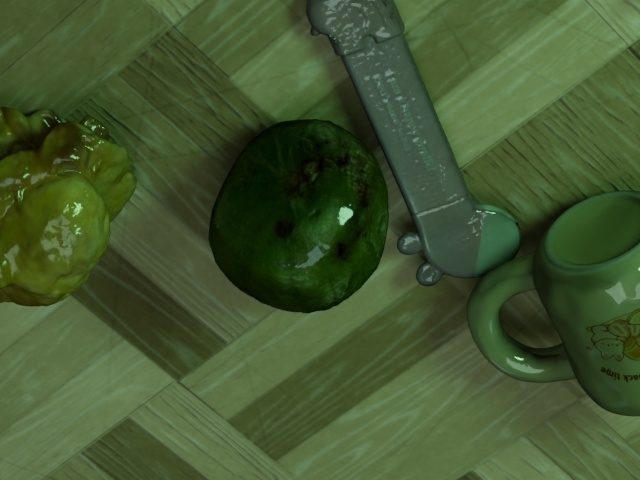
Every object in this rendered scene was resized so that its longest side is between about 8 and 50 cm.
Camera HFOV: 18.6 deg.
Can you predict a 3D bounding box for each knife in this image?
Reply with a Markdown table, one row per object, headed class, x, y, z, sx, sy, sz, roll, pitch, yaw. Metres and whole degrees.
| class | x | y | z | sx | sy | sz | roll | pitch | yaw |
| --- | --- | --- | --- | --- | --- | --- | --- | --- | --- |
| knife | 0.096 | -0.116 | 2.063 | 0.132 | 0.038 | 0.399 | -21 | 121 | 9 |

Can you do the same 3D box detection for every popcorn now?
| class | x | y | z | sx | sy | sz | roll | pitch | yaw |
| --- | --- | --- | --- | --- | --- | --- | --- | --- | --- |
| popcorn | -0.310 | -0.026 | 2.053 | 0.191 | 0.190 | 0.253 | 32 | 117 | -27 |

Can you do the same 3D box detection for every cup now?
| class | x | y | z | sx | sy | sz | roll | pitch | yaw |
| --- | --- | --- | --- | --- | --- | --- | --- | --- | --- |
| cup | 0.300 | 0.061 | 2.123 | 0.255 | 0.173 | 0.202 | 5 | 134 | 41 |

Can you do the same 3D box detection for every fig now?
| class | x | y | z | sx | sy | sz | roll | pitch | yaw |
| --- | --- | --- | --- | --- | --- | --- | --- | --- | --- |
| fig | 0.000 | 0.000 | 2.075 | 0.203 | 0.203 | 0.235 | -22 | 143 | 17 |
